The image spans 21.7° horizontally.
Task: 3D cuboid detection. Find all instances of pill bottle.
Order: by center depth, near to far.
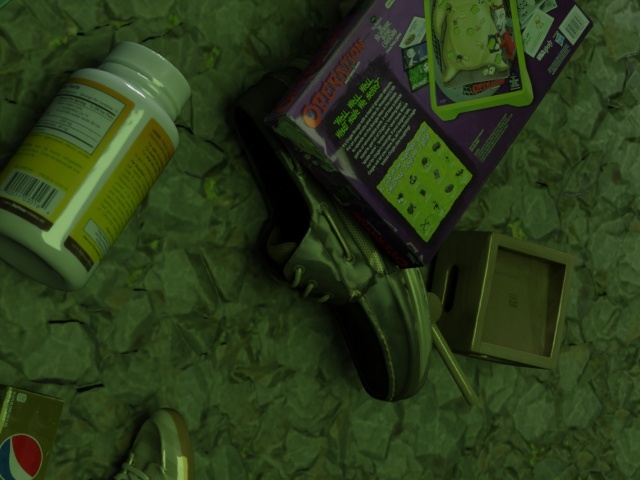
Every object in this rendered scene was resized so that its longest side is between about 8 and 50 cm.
[{"bbox_3d":[-0.205,-0.070,1.480,0.117,0.117,0.215,44,68,-29],"label":"pill bottle"}]

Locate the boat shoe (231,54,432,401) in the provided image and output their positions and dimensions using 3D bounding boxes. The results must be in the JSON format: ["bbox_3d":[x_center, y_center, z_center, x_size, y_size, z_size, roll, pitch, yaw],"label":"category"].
[{"bbox_3d":[0.000,0.000,1.644,0.130,0.132,0.355,-22,96,-24],"label":"boat shoe"}]

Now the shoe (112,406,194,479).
[{"bbox_3d":[-0.167,0.263,1.547,0.058,0.076,0.219,12,87,-41],"label":"shoe"}]

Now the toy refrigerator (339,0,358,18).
[{"bbox_3d":[0.152,-0.264,1.753,0.269,0.094,0.102,-36,116,-28],"label":"toy refrigerator"}]

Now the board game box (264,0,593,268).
[{"bbox_3d":[0.115,-0.167,1.624,0.208,0.056,0.347,49,61,-24],"label":"board game box"}]

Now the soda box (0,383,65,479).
[{"bbox_3d":[-0.285,0.219,1.469,0.061,0.058,0.181,19,81,-36],"label":"soda box"}]

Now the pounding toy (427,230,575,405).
[{"bbox_3d":[0.152,0.082,1.763,0.206,0.094,0.181,15,82,-36],"label":"pounding toy"}]

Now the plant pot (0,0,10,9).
[{"bbox_3d":[-0.346,-0.243,1.284,0.271,0.255,0.272,-2,94,-37],"label":"plant pot"}]
